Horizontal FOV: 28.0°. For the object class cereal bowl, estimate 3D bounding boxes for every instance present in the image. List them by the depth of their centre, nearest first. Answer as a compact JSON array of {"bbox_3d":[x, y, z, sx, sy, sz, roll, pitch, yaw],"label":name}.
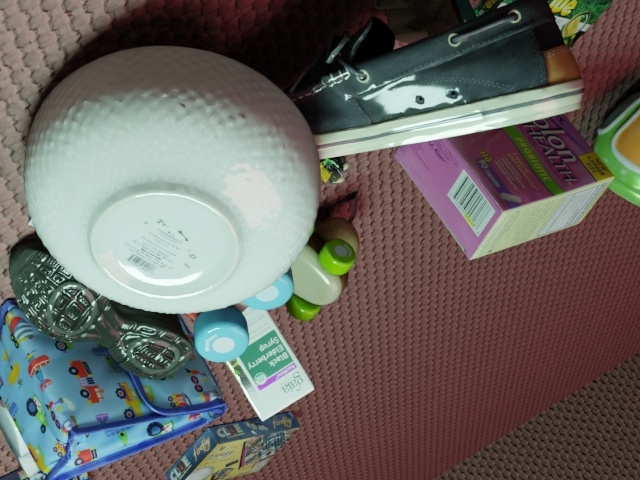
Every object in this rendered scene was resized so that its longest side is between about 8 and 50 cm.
[{"bbox_3d":[-0.164,-0.038,1.420,0.338,0.141,0.339,-1,132,-1],"label":"cereal bowl"}]

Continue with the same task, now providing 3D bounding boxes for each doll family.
[{"bbox_3d":[0.010,-0.138,1.708,0.111,0.076,0.193,35,69,-68],"label":"doll family"}]

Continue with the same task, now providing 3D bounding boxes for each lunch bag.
[{"bbox_3d":[-0.280,0.180,1.778,0.293,0.221,0.138,-12,148,-40],"label":"lunch bag"}]

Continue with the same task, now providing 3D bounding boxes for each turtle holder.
[{"bbox_3d":[0.629,-0.162,2.272,0.320,0.243,0.228,0,122,-38],"label":"turtle holder"}]

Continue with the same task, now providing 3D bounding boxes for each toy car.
[{"bbox_3d":[-0.179,0.000,1.669,0.238,0.219,0.210,22,125,-28],"label":"toy car"},{"bbox_3d":[0.000,0.000,1.965,0.188,0.149,0.155,-51,178,-45],"label":"toy car"}]

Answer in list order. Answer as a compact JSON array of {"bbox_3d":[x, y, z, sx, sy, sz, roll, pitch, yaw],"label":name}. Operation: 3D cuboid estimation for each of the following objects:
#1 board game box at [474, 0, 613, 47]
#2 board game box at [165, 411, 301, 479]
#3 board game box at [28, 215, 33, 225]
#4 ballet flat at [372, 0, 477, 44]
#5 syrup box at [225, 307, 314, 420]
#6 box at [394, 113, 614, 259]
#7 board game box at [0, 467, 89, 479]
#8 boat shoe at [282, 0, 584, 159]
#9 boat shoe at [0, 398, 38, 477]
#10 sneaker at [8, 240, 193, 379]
[{"bbox_3d":[0.307,-0.317,1.832,0.259,0.030,0.136,-2,138,-50],"label":"board game box"},{"bbox_3d":[-0.173,0.422,2.578,0.243,0.042,0.165,-2,141,-50],"label":"board game box"},{"bbox_3d":[-0.242,-0.071,1.508,0.136,0.035,0.201,22,128,-20],"label":"board game box"},{"bbox_3d":[0.122,-0.299,1.574,0.106,0.108,0.316,-19,153,13],"label":"ballet flat"},{"bbox_3d":[-0.111,0.138,1.889,0.093,0.237,0.096,-31,-170,-5],"label":"syrup box"},{"bbox_3d":[0.278,-0.113,1.945,0.243,0.214,0.117,-16,151,-34],"label":"box"},{"bbox_3d":[-0.469,0.425,2.207,0.141,0.048,0.170,-24,154,-17],"label":"board game box"},{"bbox_3d":[0.054,-0.182,1.518,0.500,0.156,0.187,-10,-174,16],"label":"boat shoe"},{"bbox_3d":[-0.438,0.284,1.952,0.084,0.095,0.258,-30,166,-18],"label":"boat shoe"},{"bbox_3d":[-0.295,0.077,1.690,0.109,0.130,0.286,-39,128,15],"label":"sneaker"}]
